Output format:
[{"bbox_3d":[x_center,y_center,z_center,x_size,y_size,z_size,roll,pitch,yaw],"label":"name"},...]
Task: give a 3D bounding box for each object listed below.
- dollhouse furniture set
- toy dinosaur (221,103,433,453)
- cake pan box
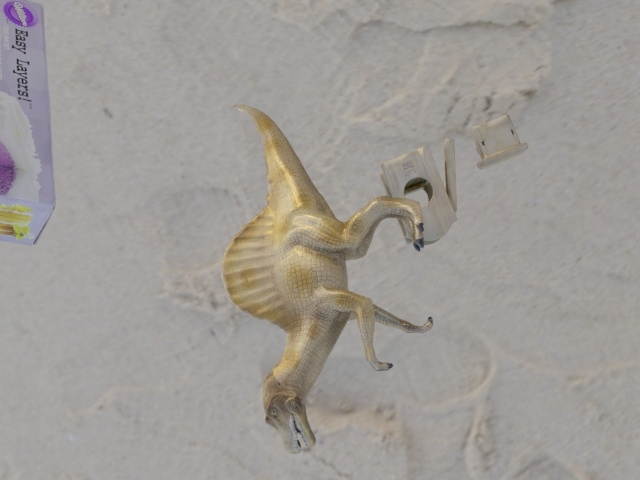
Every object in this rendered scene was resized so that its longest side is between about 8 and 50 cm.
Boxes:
[{"bbox_3d":[0.162,-0.062,1.347,0.161,0.182,0.101,-21,86,2],"label":"dollhouse furniture set"},{"bbox_3d":[0.000,0.000,0.521,0.093,0.053,0.183,-7,66,1],"label":"toy dinosaur"},{"bbox_3d":[-0.357,-0.131,0.979,0.070,0.246,0.266,-48,40,39],"label":"cake pan box"}]
